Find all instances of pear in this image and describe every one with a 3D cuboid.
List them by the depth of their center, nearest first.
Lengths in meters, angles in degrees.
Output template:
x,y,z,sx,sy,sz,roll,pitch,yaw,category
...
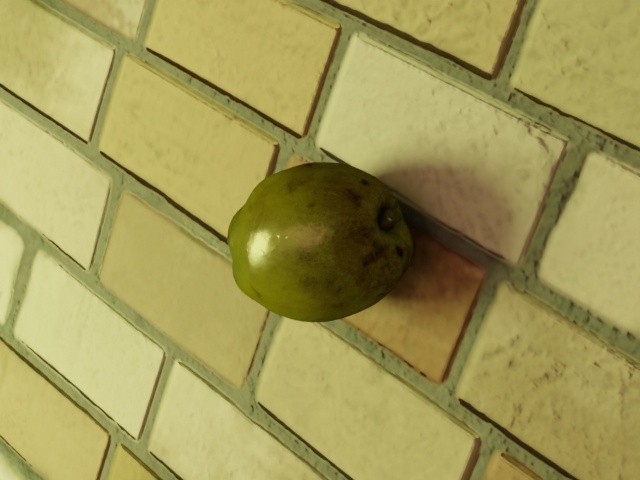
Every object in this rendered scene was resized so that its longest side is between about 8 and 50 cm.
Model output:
x,y,z,sx,sy,sz,roll,pitch,yaw,category
0.000,0.000,0.852,0.131,0.107,0.107,-16,82,29,pear
